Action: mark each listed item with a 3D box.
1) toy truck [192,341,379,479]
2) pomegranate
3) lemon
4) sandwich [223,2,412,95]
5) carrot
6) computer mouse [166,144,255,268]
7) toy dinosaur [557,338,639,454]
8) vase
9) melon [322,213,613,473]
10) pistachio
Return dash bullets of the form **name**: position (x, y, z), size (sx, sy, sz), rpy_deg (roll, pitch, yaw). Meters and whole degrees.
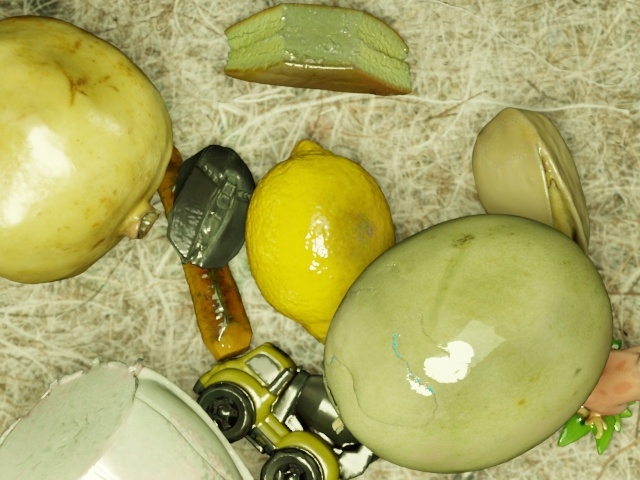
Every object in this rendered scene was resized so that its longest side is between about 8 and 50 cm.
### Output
- **toy truck**: position (-0.034, 0.210, 1.222), size (0.224, 0.147, 0.165), rpy_deg (42, 92, 10)
- **pomegranate**: position (-0.338, -0.096, 1.203), size (0.332, 0.332, 0.333), rpy_deg (0, 81, 1)
- **lemon**: position (0.000, 0.000, 1.244), size (0.188, 0.188, 0.257), rpy_deg (-9, 88, 0)
- **sandwich**: position (-0.003, -0.251, 1.335), size (0.258, 0.096, 0.094), rpy_deg (4, 75, -1)
- **carrot**: position (-0.164, 0.002, 1.313), size (0.066, 0.066, 0.314), rpy_deg (-21, 78, -2)
- **computer mouse**: position (-0.131, -0.051, 1.280), size (0.105, 0.062, 0.192), rpy_deg (32, 48, -22)
- **toy dinosaur**: position (0.352, 0.181, 1.213), size (0.194, 0.177, 0.152), rpy_deg (-2, 80, 2)
- **vase**: position (-0.147, 0.348, 1.090), size (0.250, 0.250, 0.445), rpy_deg (-37, 116, -5)
- **melon**: position (0.154, 0.117, 1.111), size (0.330, 0.268, 0.268), rpy_deg (-32, 82, -6)
- **pistachio**: position (0.266, -0.060, 1.272), size (0.126, 0.152, 0.223), rpy_deg (-22, 99, -6)
